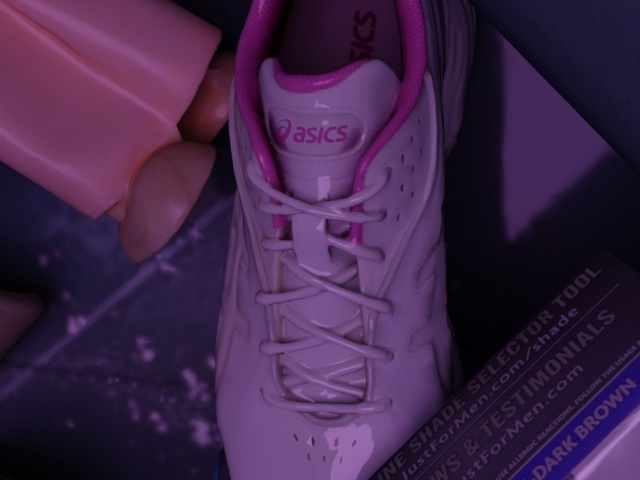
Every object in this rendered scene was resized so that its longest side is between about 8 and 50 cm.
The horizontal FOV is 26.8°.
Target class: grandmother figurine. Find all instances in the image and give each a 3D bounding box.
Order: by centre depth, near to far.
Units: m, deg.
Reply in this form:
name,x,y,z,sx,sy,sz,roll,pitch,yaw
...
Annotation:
name,x,y,z,sx,sy,sz,roll,pitch,yaw
grandmother figurine,-0.194,-0.132,0.581,0.342,0.207,0.104,32,125,-15

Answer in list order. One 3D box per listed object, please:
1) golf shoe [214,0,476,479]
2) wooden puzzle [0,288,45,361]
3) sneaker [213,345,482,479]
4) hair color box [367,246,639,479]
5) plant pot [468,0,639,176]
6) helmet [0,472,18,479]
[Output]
name,x,y,z,sx,sy,sz,roll,pitch,yaw
golf shoe,0.000,0.000,0.549,0.115,0.140,0.306,-1,79,13
wooden puzzle,-0.355,0.082,0.631,0.322,0.348,0.080,-46,52,19
sneaker,0.092,0.207,0.628,0.140,0.125,0.341,-33,95,14
hair color box,0.165,0.187,0.515,0.185,0.110,0.339,-46,107,3
plant pot,0.202,-0.120,0.435,0.334,0.341,0.341,42,109,10
helmet,-0.185,0.199,0.655,0.169,0.161,0.169,-5,107,-16
